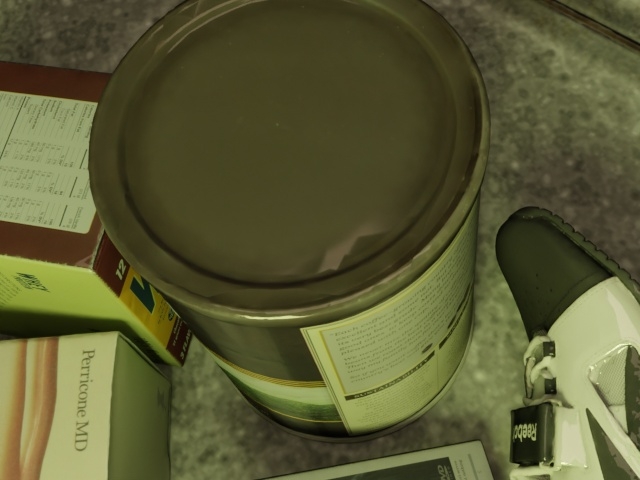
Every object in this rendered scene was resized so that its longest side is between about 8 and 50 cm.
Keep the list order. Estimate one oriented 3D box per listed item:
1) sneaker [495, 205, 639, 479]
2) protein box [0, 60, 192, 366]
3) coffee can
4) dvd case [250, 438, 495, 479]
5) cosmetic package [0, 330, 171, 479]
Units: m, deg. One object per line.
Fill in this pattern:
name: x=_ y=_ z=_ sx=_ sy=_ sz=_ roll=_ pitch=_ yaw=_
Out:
sneaker: x=0.169 y=0.134 z=0.566 sx=0.146 sy=0.122 sz=0.331 roll=-25 pitch=68 yaw=-1
protein box: x=-0.198 y=-0.017 z=0.644 sx=0.201 sy=0.200 sz=0.136 roll=9 pitch=68 yaw=12
coffee can: x=0.000 y=0.000 z=0.567 sx=0.201 sy=0.275 sz=0.202 roll=-3 pitch=65 yaw=7
dvd case: x=0.019 y=0.227 z=0.546 sx=0.238 sy=0.029 sz=0.179 roll=-5 pitch=63 yaw=-22
cosmetic package: x=-0.262 y=0.160 z=0.613 sx=0.296 sy=0.129 sz=0.153 roll=-7 pitch=64 yaw=5
